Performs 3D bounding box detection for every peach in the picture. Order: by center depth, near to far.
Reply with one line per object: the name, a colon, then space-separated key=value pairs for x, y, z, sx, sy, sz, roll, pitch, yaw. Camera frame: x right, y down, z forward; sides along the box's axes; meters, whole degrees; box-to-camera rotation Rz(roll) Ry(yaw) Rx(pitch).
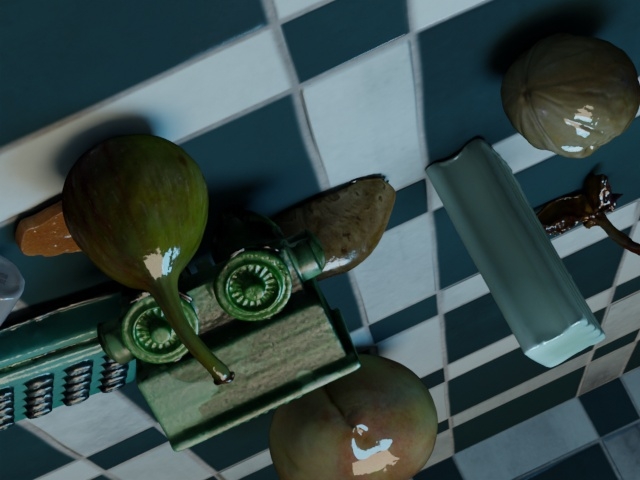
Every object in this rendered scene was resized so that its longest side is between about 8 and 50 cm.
peach: x=0.055 y=0.320 z=2.151 sx=0.292 sy=0.248 sz=0.292 roll=-18 pitch=-178 yaw=0

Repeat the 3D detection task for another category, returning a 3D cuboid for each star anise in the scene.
star anise: x=0.411 y=-0.015 z=1.918 sx=0.140 sy=0.144 sz=0.158 roll=-30 pitch=162 yaw=35

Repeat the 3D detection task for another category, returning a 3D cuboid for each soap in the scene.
soap: x=0.242 y=0.018 z=1.609 sx=0.087 sy=0.265 sz=0.160 roll=-31 pitch=159 yaw=13

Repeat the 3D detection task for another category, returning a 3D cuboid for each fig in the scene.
fig: x=-0.149 y=0.024 z=1.198 sx=0.149 sy=0.245 sz=0.149 roll=-23 pitch=167 yaw=-6

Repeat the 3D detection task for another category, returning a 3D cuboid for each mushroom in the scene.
mushroom: x=0.001 y=-0.001 z=1.543 sx=0.209 sy=0.094 sz=0.072 roll=-21 pitch=163 yaw=0

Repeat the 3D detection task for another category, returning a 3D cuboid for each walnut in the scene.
walnut: x=0.272 y=-0.159 z=1.409 sx=0.162 sy=0.140 sz=0.140 roll=-26 pitch=166 yaw=-48

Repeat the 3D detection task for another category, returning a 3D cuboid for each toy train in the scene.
toy train: x=-0.105 y=0.089 z=1.440 sx=0.266 sy=0.202 sz=0.145 roll=-25 pitch=-156 yaw=2

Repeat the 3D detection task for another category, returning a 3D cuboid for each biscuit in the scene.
biscuit: x=-0.246 y=-0.017 z=1.306 sx=0.130 sy=0.019 sz=0.102 roll=-8 pitch=154 yaw=-41

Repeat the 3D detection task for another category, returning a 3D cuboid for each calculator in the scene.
calculator: x=-0.331 y=0.154 z=1.570 sx=0.248 sy=0.058 sz=0.274 roll=-17 pitch=159 yaw=-20

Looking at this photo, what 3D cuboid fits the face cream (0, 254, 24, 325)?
face cream: x=-0.379 y=0.086 z=1.336 sx=0.084 sy=0.057 sz=0.198 roll=29 pitch=131 yaw=-25
